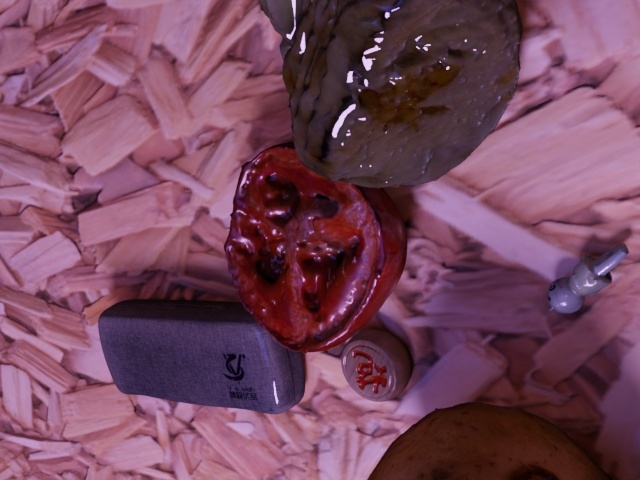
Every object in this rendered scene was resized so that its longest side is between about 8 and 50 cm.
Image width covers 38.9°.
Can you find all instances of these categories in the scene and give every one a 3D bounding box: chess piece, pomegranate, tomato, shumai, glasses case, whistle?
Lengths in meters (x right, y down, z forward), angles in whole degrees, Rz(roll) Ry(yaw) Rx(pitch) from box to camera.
[{"bbox_3d":[0.063,0.141,1.026,0.083,0.038,0.084,15,117,32],"label":"chess piece"},{"bbox_3d":[0.160,0.295,0.864,0.281,0.281,0.281,15,116,34],"label":"pomegranate"},{"bbox_3d":[0.004,-0.001,0.981,0.228,0.101,0.228,9,104,38],"label":"tomato"},{"bbox_3d":[0.055,-0.189,0.840,0.218,0.189,0.256,58,136,34],"label":"shumai"},{"bbox_3d":[-0.162,0.145,1.182,0.323,0.074,0.131,-1,108,39],"label":"glasses case"},{"bbox_3d":[0.246,0.036,0.842,0.035,0.035,0.100,51,128,11],"label":"whistle"}]
